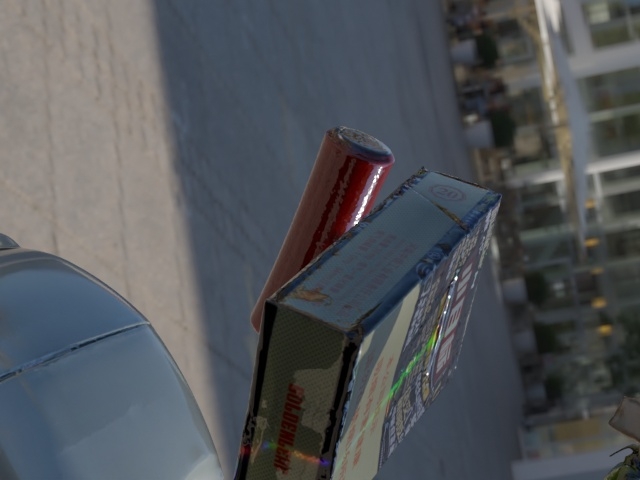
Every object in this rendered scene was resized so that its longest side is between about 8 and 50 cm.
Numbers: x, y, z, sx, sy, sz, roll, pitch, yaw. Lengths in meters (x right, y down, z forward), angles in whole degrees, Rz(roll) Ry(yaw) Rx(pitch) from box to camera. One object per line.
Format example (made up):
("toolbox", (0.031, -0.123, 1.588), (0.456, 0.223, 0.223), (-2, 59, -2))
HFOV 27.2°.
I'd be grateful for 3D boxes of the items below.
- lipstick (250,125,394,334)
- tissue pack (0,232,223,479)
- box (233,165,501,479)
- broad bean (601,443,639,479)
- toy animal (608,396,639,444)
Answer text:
("lipstick", (0.000, 0.000, 1.390), (0.080, 0.080, 0.241), (-80, -168, -68))
("tissue pack", (-0.251, 0.157, 0.851), (0.236, 0.333, 0.229), (54, 25, 8))
("box", (0.043, 0.084, 1.094), (0.310, 0.084, 0.198), (-40, 146, -56))
("broad bean", (0.219, 0.281, 0.998), (0.046, 0.065, 0.255), (47, 45, -83))
("toy animal", (0.317, 0.180, 1.090), (0.179, 0.089, 0.188), (34, 34, -51))
